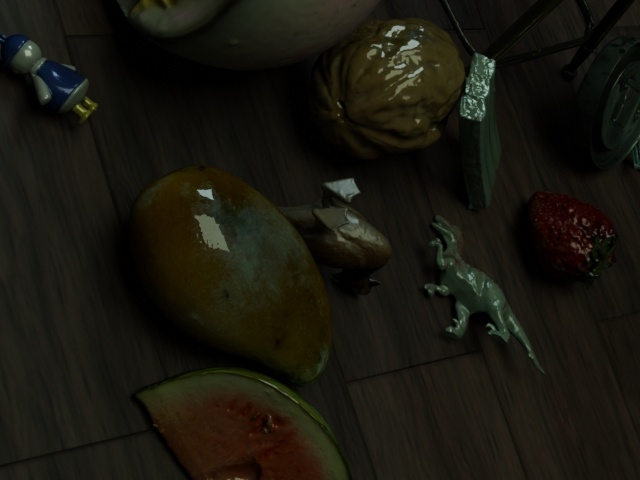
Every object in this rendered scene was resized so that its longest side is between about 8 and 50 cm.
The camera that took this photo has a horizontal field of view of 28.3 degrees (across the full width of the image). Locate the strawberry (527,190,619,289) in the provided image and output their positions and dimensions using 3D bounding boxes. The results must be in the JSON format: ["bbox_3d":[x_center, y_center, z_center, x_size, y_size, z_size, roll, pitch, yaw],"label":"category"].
[{"bbox_3d":[0.363,-0.003,1.886,0.148,0.131,0.131,27,42,29],"label":"strawberry"}]

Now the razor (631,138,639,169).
[{"bbox_3d":[0.589,-0.113,2.145,0.191,0.037,0.068,22,53,-29],"label":"razor"}]

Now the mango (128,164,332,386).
[{"bbox_3d":[-0.094,0.044,1.503,0.316,0.146,0.193,45,58,-19],"label":"mango"}]

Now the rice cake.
[{"bbox_3d":[0.226,-0.151,1.804,0.043,0.237,0.127,8,58,14],"label":"rice cake"}]

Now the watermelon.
[{"bbox_3d":[-0.058,0.236,1.485,0.303,0.159,0.128,50,11,-7],"label":"watermelon"}]

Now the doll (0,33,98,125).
[{"bbox_3d":[-0.326,-0.196,1.502,0.143,0.057,0.099,40,30,-14],"label":"doll"}]

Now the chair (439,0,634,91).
[{"bbox_3d":[0.332,-0.457,1.873,0.362,0.410,0.365,-19,81,-40],"label":"chair"}]

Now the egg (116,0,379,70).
[{"bbox_3d":[-0.049,-0.383,1.612,0.340,0.354,0.355,7,65,-46],"label":"egg"}]

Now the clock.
[{"bbox_3d":[0.469,-0.219,2.016,0.042,0.215,0.215,25,40,34],"label":"clock"}]

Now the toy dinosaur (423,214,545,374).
[{"bbox_3d":[0.234,0.085,1.778,0.242,0.053,0.167,35,45,-7],"label":"toy dinosaur"}]

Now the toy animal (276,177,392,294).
[{"bbox_3d":[0.000,0.000,1.622,0.188,0.179,0.089,14,54,13],"label":"toy animal"}]

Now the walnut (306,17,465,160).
[{"bbox_3d":[0.092,-0.209,1.727,0.245,0.198,0.198,-26,86,-48],"label":"walnut"}]
